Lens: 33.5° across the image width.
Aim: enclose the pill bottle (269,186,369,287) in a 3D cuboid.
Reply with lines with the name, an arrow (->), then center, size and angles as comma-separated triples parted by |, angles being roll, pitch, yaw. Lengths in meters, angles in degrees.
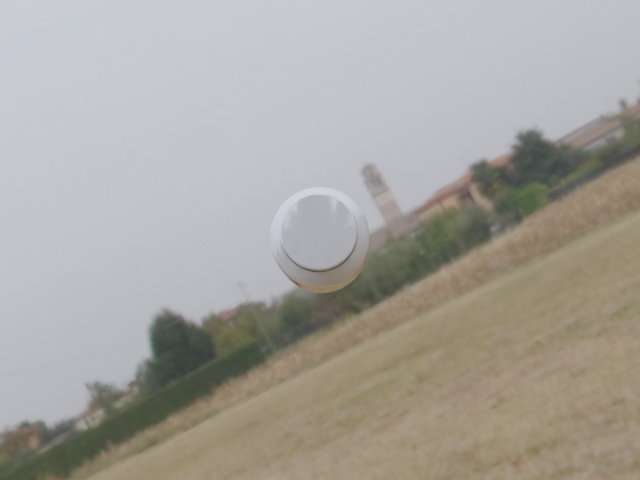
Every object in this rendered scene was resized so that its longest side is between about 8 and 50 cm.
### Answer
pill bottle -> 0.000, 0.000, 1.481 | 0.136, 0.136, 0.246 | -28, -5, -2
